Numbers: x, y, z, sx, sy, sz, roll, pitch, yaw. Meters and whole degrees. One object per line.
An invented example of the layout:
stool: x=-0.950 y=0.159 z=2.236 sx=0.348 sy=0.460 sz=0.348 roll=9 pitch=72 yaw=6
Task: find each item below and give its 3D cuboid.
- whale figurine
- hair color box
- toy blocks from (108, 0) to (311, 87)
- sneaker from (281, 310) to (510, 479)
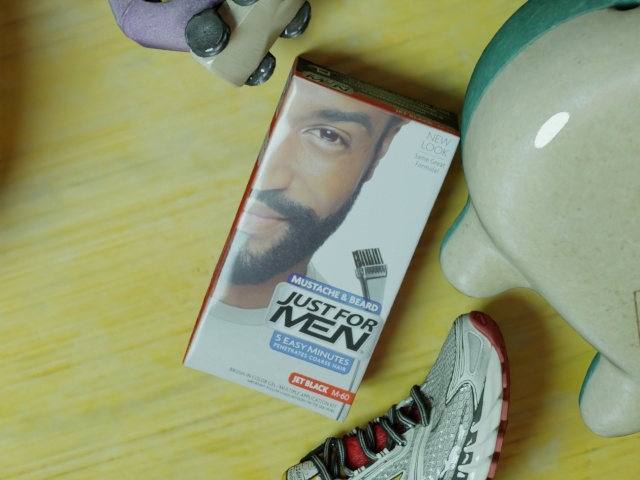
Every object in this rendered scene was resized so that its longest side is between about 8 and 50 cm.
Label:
whale figurine: x=0.164 y=-0.021 z=0.974 sx=0.216 sy=0.141 sz=0.272 roll=-13 pitch=132 yaw=5
hair color box: x=0.000 y=0.000 z=1.007 sx=0.093 sy=0.053 sz=0.167 roll=20 pitch=106 yaw=-4
toy blocks: x=-0.099 y=-0.277 z=0.862 sx=0.260 sy=0.309 sz=0.289 roll=38 pitch=94 yaw=23
sneaker: x=0.030 y=0.134 z=1.031 sx=0.092 sy=0.088 sz=0.225 roll=27 pitch=106 yaw=-6
